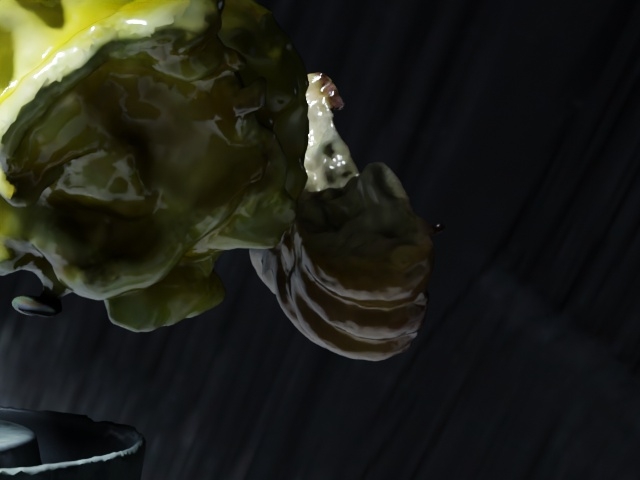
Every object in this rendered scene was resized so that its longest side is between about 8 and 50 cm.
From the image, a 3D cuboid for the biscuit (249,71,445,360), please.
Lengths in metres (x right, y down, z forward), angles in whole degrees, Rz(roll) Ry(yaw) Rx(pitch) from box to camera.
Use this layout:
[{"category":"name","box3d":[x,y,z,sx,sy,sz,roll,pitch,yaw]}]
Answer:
[{"category":"biscuit","box3d":[0.000,0.000,0.891,0.061,0.118,0.183,-9,31,-21]}]

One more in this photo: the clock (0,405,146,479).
[{"category":"clock","box3d":[-0.167,0.078,0.542,0.226,0.049,0.226,4,-1,0]}]

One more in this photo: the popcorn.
[{"category":"popcorn","box3d":[-0.104,-0.057,0.802,0.218,0.169,0.189,21,14,-37]}]
